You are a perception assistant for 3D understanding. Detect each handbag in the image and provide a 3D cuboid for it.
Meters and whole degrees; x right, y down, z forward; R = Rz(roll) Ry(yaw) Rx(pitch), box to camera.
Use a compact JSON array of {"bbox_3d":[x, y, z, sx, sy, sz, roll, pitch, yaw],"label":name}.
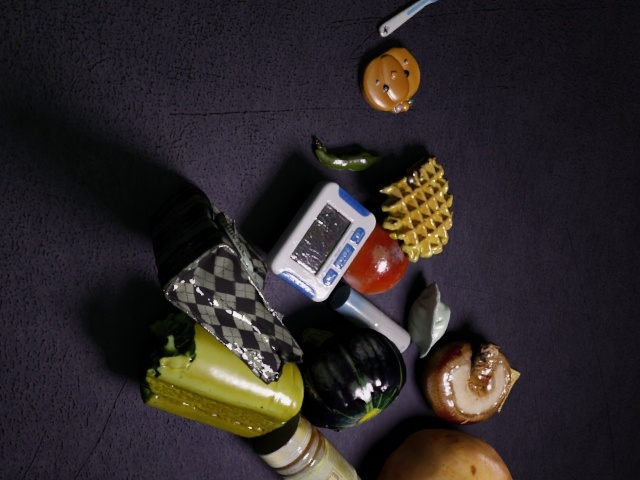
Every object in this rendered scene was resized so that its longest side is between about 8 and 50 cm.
[{"bbox_3d":[-0.192,0.082,1.149,0.180,0.416,0.317,-40,116,-2],"label":"handbag"}]

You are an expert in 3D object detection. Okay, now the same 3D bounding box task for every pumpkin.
[{"bbox_3d":[0.063,0.330,1.446,0.295,0.296,0.296,-6,104,-25],"label":"pumpkin"}]

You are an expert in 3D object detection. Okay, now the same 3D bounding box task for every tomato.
[{"bbox_3d":[0.154,0.044,1.465,0.227,0.112,0.199,16,83,-31],"label":"tomato"}]

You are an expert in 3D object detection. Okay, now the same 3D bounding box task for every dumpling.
[{"bbox_3d":[0.314,0.227,1.579,0.107,0.152,0.219,-2,108,-24],"label":"dumpling"}]

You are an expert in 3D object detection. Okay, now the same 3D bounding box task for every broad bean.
[{"bbox_3d":[0.070,-0.202,1.421,0.195,0.046,0.061,10,100,-26],"label":"broad bean"}]

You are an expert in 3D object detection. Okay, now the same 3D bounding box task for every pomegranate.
[{"bbox_3d":[0.352,0.735,1.609,0.411,0.411,0.412,-6,104,-25],"label":"pomegranate"}]

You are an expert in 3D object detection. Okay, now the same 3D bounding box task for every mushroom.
[{"bbox_3d":[0.433,0.405,1.680,0.296,0.163,0.279,12,105,-28],"label":"mushroom"}]

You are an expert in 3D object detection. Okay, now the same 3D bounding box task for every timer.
[{"bbox_3d":[0.000,0.000,1.342,0.178,0.078,0.253,38,83,-25],"label":"timer"}]

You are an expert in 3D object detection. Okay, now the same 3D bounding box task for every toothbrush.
[{"bbox_3d":[0.296,-0.627,1.437,0.386,0.040,0.040,-39,115,-13],"label":"toothbrush"}]

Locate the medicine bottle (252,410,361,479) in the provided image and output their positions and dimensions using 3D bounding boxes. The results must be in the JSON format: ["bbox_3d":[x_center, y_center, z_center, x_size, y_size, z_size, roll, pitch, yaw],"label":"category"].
[{"bbox_3d":[-0.027,0.590,1.496,0.151,0.151,0.322,-43,116,-12],"label":"medicine bottle"}]

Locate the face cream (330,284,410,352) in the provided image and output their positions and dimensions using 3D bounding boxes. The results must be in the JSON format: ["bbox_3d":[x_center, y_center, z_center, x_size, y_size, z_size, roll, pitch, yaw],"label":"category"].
[{"bbox_3d":[0.137,0.216,1.532,0.250,0.077,0.077,39,83,-28],"label":"face cream"}]

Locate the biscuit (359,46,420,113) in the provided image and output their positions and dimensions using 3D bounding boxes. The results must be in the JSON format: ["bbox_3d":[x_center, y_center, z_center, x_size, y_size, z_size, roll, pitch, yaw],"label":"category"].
[{"bbox_3d":[0.184,-0.397,1.429,0.170,0.050,0.171,-6,105,-24],"label":"biscuit"}]

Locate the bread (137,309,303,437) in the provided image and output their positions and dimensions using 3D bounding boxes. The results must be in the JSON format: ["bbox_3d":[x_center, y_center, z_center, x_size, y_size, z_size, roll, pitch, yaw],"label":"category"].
[{"bbox_3d":[-0.221,0.303,1.291,0.376,0.251,0.208,32,46,-25],"label":"bread"}]

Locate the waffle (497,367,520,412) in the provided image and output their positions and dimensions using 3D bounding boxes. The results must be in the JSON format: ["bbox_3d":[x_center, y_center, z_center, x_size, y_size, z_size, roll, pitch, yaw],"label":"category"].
[{"bbox_3d":[0.583,0.478,1.843,0.097,0.023,0.153,30,88,-27],"label":"waffle"}]

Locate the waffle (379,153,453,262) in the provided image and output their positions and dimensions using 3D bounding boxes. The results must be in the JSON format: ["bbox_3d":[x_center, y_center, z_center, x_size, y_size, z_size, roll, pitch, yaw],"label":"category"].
[{"bbox_3d":[0.256,-0.096,1.463,0.283,0.065,0.310,25,64,-39],"label":"waffle"}]
